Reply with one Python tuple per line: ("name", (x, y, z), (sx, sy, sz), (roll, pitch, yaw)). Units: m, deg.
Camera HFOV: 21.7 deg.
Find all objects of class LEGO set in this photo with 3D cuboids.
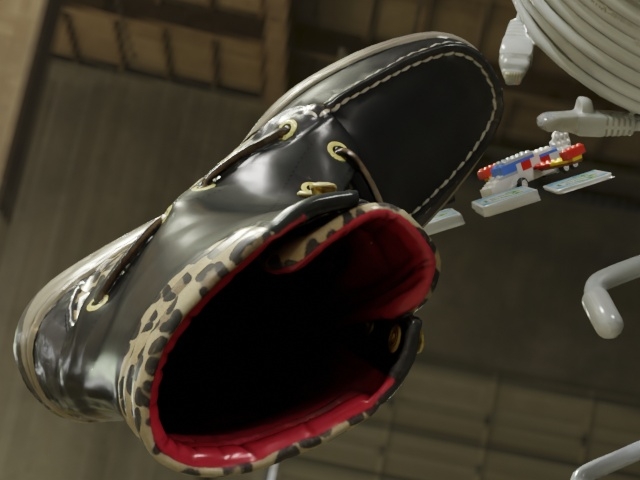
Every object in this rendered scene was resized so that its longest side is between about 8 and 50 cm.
("LEGO set", (0.152, -0.056, 1.506), (0.182, 0.060, 0.244), (-17, 4, 1))

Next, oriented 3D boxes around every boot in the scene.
("boot", (0.000, 0.000, 1.009), (0.138, 0.377, 0.284), (60, -14, -13))

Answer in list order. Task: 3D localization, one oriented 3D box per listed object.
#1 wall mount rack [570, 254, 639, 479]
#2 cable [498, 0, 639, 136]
("wall mount rack", (0.258, 0.176, 0.972), (0.130, 0.304, 0.350), (-21, -41, -14))
("cable", (0.221, -0.168, 0.880), (0.257, 0.257, 0.089), (2, -36, 0))
